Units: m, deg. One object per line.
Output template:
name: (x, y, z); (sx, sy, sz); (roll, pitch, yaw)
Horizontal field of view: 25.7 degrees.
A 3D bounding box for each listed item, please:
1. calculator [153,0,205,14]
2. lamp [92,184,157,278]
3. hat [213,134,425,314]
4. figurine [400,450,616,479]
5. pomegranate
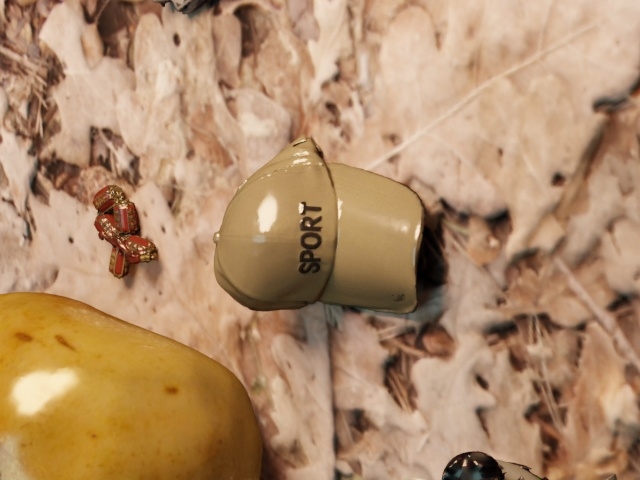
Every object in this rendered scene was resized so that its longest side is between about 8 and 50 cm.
calculator: (-0.121, -0.337, 1.149); (0.166, 0.028, 0.274); (-23, 82, 46)
lamp: (-0.183, -0.011, 1.281); (0.063, 0.031, 0.083); (-26, 78, 42)
hat: (0.000, 0.000, 1.079); (0.175, 0.085, 0.147); (12, 107, 41)
figurine: (0.125, 0.215, 0.985); (0.147, 0.126, 0.192); (12, 140, 28)
pomegranate: (-0.206, 0.196, 1.172); (0.332, 0.332, 0.332); (12, 108, 40)
